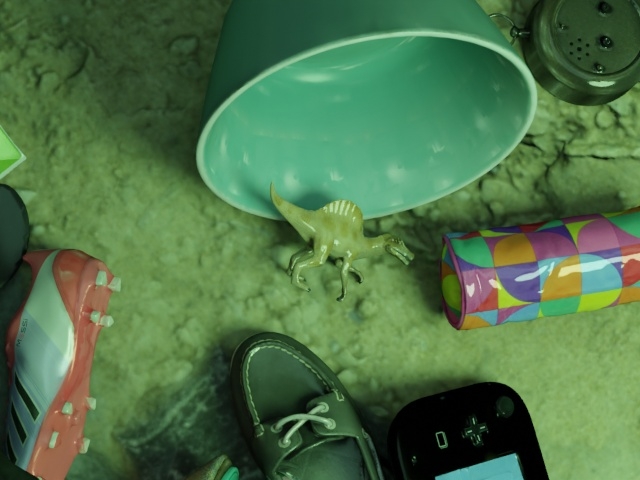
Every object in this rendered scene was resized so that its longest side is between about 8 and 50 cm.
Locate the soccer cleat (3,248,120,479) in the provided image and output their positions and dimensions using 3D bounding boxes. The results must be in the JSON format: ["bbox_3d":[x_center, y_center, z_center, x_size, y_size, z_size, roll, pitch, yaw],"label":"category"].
[{"bbox_3d":[-0.257,0.128,1.488,0.095,0.083,0.248,11,81,19],"label":"soccer cleat"}]

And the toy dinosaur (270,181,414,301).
[{"bbox_3d":[0.000,0.000,1.531,0.183,0.053,0.092,22,99,-33],"label":"toy dinosaur"}]

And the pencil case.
[{"bbox_3d":[0.230,0.025,1.553,0.236,0.104,0.104,-8,81,-10],"label":"pencil case"}]

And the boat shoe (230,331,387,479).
[{"bbox_3d":[0.016,0.232,1.487,0.112,0.095,0.335,-24,84,-11],"label":"boat shoe"}]

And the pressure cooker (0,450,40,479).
[{"bbox_3d":[-0.405,0.332,1.262,0.375,0.370,0.420,27,63,30],"label":"pressure cooker"}]

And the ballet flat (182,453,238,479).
[{"bbox_3d":[-0.173,0.330,1.447,0.106,0.107,0.316,18,78,10],"label":"ballet flat"}]

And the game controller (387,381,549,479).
[{"bbox_3d":[0.160,0.294,1.491,0.166,0.067,0.319,-8,79,-43],"label":"game controller"}]

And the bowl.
[{"bbox_3d":[0.030,-0.161,1.479,0.312,0.311,0.163,-6,62,-8],"label":"bowl"}]

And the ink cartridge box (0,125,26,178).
[{"bbox_3d":[-0.431,-0.124,1.502,0.189,0.097,0.255,-41,121,-12],"label":"ink cartridge box"}]

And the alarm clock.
[{"bbox_3d":[0.253,-0.204,1.613,0.192,0.064,0.129,2,80,-4],"label":"alarm clock"}]

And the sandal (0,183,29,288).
[{"bbox_3d":[-0.360,0.037,1.464,0.254,0.054,0.097,-41,98,-30],"label":"sandal"}]
